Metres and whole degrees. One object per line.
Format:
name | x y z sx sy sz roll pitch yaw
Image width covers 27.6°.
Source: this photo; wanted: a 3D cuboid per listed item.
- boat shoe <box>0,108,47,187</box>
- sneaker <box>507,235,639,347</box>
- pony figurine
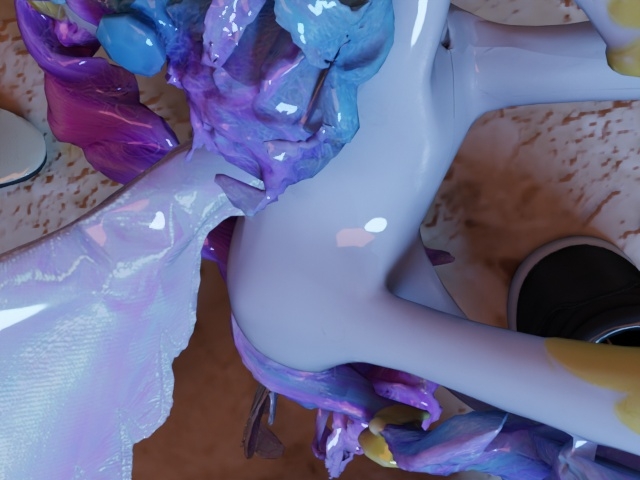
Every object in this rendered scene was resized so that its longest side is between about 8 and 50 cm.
boat shoe | -0.208 -0.044 0.692 0.133 0.042 0.049 -3 71 5
sneaker | 0.161 0.148 0.625 0.104 0.147 0.295 -18 96 6
pony figurine | 0.000 0.000 0.493 0.363 0.303 0.351 19 114 23
